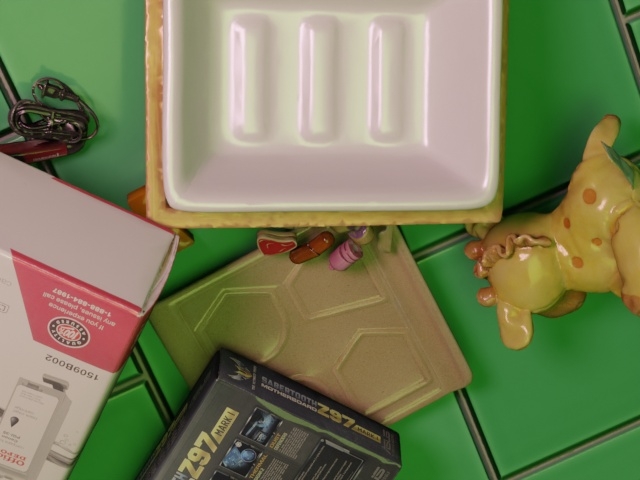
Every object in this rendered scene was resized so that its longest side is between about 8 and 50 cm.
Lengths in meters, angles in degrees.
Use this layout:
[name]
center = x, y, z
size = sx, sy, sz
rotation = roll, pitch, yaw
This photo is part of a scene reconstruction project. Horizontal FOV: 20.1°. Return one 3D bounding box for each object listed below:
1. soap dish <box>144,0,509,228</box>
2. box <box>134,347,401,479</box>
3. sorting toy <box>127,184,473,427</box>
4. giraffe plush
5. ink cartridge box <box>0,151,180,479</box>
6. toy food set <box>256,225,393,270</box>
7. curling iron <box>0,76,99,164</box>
[soap dish]
center = 0.002, -0.127, 1.437
size = 0.290, 0.118, 0.229
rotation = -1, 96, -12
[box]
center = -0.064, 0.229, 1.582
size = 0.183, 0.059, 0.233
rotation = 26, 113, -14
[sorting toy]
center = -0.029, 0.051, 1.565
size = 0.229, 0.041, 0.307
rotation = -27, 113, 4
[giraffe plush]
center = 0.220, 0.015, 1.546
size = 0.170, 0.181, 0.210
rotation = -28, 126, 23
[ink cartridge box]
center = -0.261, 0.083, 1.416
size = 0.207, 0.117, 0.283
rotation = 24, 125, -6
[toy food set]
center = 0.000, 0.000, 1.500
size = 0.122, 0.019, 0.078
rotation = -1, 141, -4
[curling iron]
center = -0.315, -0.073, 1.458
size = 0.274, 0.035, 0.068
rotation = -15, 108, -6
